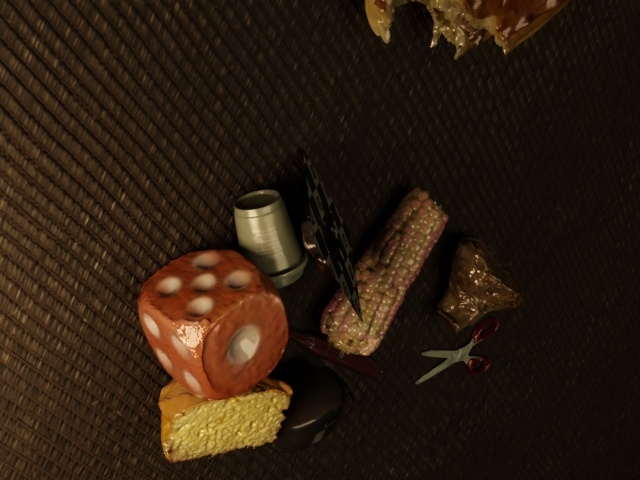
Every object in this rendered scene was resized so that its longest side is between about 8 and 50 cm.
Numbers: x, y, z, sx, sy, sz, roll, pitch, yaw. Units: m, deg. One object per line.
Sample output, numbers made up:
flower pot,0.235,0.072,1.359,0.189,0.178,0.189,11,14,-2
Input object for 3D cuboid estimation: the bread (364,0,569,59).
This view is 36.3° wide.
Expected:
bread,0.226,-0.448,1.571,0.370,0.191,0.314,-32,139,-11

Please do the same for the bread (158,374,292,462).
bread,-0.177,0.279,1.629,0.229,0.139,0.143,-3,114,-36

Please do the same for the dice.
dice,-0.169,0.130,1.526,0.175,0.179,0.174,-38,134,-29

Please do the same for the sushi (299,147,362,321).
sushi,0.000,0.000,1.635,0.047,0.219,0.231,-18,136,12

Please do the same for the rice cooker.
rice cooker,-0.037,0.305,1.783,0.203,0.142,0.118,-17,136,-37

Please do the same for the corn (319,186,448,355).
corn,0.118,0.059,1.814,0.127,0.127,0.335,38,81,-49

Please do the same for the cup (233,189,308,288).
cup,-0.089,-0.003,1.577,0.120,0.120,0.141,-31,122,-28

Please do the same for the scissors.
scissors,0.305,0.258,2.183,0.248,0.017,0.144,-11,119,-39

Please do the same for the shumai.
shumai,0.310,0.100,2.016,0.176,0.166,0.206,-37,138,9

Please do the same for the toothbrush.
toothbrush,0.010,0.204,1.844,0.364,0.041,0.041,30,90,-49
